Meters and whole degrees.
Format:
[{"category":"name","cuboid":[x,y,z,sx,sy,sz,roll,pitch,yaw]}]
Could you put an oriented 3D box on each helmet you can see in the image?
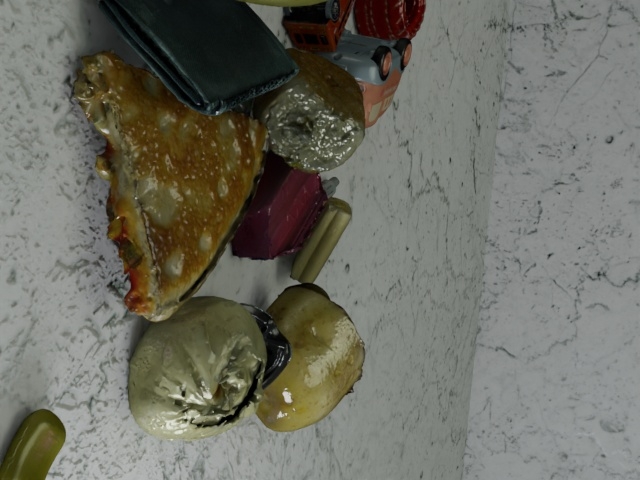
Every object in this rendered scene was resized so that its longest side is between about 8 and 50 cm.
[{"category":"helmet","cuboid":[-0.151,0.193,1.905,0.153,0.107,0.177,-41,110,-15]}]

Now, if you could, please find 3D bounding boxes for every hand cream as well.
[{"category":"hand cream","cuboid":[-0.016,-0.080,2.262,0.216,0.038,0.052,-44,112,-48]}]

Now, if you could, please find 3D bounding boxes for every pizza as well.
[{"category":"pizza","cuboid":[-0.250,-0.135,1.597,0.406,0.130,0.440,59,40,-35]}]

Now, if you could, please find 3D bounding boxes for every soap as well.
[{"category":"soap","cuboid":[-0.398,0.300,1.440,0.089,0.045,0.140,60,43,-50]},{"category":"soap","cuboid":[-0.082,-0.057,2.023,0.250,0.099,0.162,-61,148,-43]}]

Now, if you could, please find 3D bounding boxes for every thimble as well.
[{"category":"thimble","cuboid":[0.163,-0.554,2.436,0.163,0.125,0.189,61,41,-50]}]

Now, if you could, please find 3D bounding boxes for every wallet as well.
[{"category":"wallet","cuboid":[-0.179,-0.302,1.600,0.075,0.237,0.342,-45,179,27]}]

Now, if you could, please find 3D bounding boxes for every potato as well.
[{"category":"potato","cuboid":[-0.050,0.252,2.052,0.242,0.243,0.285,-55,161,-48]}]

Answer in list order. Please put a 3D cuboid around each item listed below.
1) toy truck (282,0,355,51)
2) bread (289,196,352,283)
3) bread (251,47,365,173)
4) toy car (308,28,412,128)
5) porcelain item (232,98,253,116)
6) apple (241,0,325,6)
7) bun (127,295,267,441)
[{"category":"toy truck","cuboid":[0.016,-0.506,2.125,0.114,0.108,0.252,65,40,-52]},{"category":"bread","cuboid":[0.000,0.000,2.180,0.178,0.060,0.139,-61,-174,11]},{"category":"bread","cuboid":[-0.030,-0.230,1.944,0.176,0.196,0.246,-52,-160,26]},{"category":"toy car","cuboid":[0.070,-0.332,2.227,0.270,0.181,0.212,-37,139,-61]},{"category":"porcelain item","cuboid":[-0.154,-0.280,1.831,0.215,0.069,0.081,72,27,-43]},{"category":"apple","cuboid":[-0.094,-0.547,1.451,0.474,0.474,0.473,6,90,-67]},{"category":"bun","cuboid":[-0.182,0.219,1.715,0.259,0.152,0.259,-19,118,-39]}]
